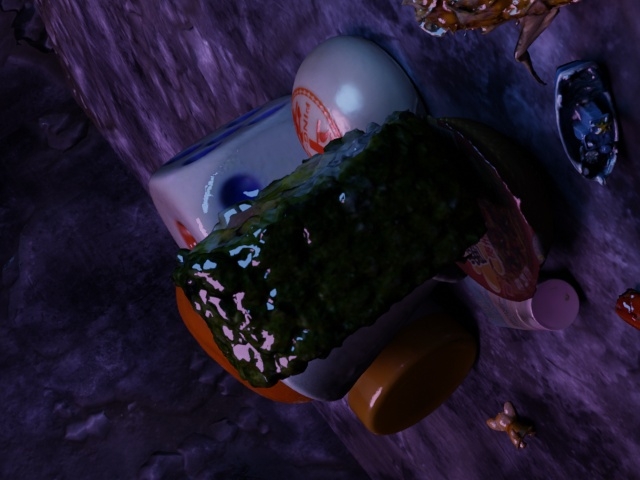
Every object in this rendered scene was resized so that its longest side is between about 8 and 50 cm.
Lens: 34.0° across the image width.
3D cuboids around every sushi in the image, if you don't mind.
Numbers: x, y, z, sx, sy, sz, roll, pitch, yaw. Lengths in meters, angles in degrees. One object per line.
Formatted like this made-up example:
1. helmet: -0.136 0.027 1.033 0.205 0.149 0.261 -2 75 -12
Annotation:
1. sushi: 0.000 0.000 1.232 0.178 0.352 0.294 57 164 -12

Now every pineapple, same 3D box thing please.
1. pineapple: 0.159 -0.245 0.950 0.158 0.161 0.334 51 162 12

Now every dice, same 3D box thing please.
1. dice: -0.098 -0.071 1.812 0.277 0.304 0.304 58 165 -12

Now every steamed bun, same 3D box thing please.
1. steamed bun: 0.042 -0.168 1.484 0.232 0.145 0.232 50 164 20

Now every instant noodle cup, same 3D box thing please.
1. instant noodle cup: 0.209 -0.061 1.299 0.274 0.091 0.274 50 163 21

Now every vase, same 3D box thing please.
1. vase: 0.047 0.089 1.589 0.245 0.291 0.245 30 -163 -11

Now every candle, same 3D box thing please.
1. candle: 0.392 0.106 1.164 0.162 0.048 0.053 39 140 47

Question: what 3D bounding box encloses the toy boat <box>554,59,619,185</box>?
1. toy boat: 0.269 -0.117 1.053 0.061 0.060 0.137 -108 -1 -55

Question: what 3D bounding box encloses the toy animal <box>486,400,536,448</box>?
1. toy animal: 0.324 0.317 1.800 0.081 0.060 0.083 12 -157 -48

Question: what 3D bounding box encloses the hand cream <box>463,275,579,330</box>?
1. hand cream: 0.265 0.085 1.484 0.111 0.070 0.312 54 169 -4

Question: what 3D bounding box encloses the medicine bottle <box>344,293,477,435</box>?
1. medicine bottle: 0.112 0.176 1.813 0.232 0.238 0.238 49 163 31

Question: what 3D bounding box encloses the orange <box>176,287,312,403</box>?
1. orange: -0.095 0.140 2.206 0.424 0.326 0.424 38 165 12
